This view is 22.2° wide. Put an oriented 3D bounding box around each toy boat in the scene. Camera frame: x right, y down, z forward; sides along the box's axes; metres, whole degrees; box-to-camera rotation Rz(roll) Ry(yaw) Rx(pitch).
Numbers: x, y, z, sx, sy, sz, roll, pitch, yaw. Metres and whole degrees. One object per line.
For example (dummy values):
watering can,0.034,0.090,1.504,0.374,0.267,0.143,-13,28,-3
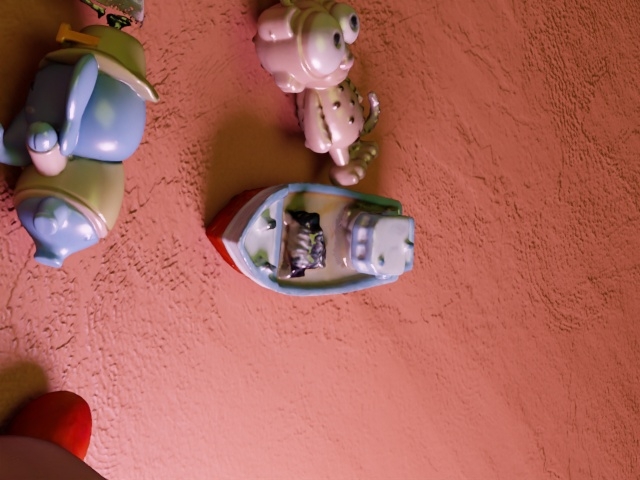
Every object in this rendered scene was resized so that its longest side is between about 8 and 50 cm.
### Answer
toy boat,0.000,0.000,2.080,0.332,0.133,0.145,1,94,-46

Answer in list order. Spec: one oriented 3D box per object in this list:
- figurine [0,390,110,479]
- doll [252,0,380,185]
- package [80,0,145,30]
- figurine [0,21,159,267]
figurine,-0.327,0.311,1.736,0.270,0.261,0.211,3,120,-48
doll,0.006,-0.204,2.081,0.278,0.119,0.154,62,39,-38
package,-0.277,-0.360,1.804,0.269,0.071,0.194,32,59,-24
figurine,-0.267,-0.112,1.777,0.180,0.154,0.262,43,60,-53
